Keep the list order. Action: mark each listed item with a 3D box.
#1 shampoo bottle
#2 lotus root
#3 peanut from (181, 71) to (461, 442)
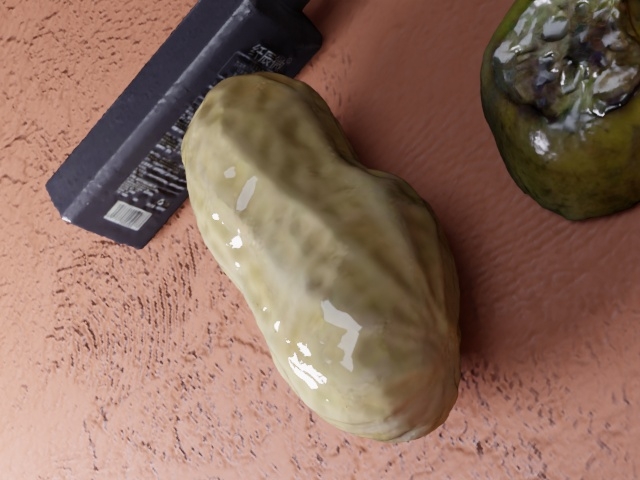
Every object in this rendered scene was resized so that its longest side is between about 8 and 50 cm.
[{"bbox_3d":[-0.085,-0.127,1.105,0.309,0.098,0.071,-46,52,16],"label":"shampoo bottle"},{"bbox_3d":[0.182,-0.123,0.933,0.183,0.078,0.203,40,100,34],"label":"lotus root"},{"bbox_3d":[0.000,0.000,0.986,0.152,0.152,0.313,-46,53,16],"label":"peanut"}]
